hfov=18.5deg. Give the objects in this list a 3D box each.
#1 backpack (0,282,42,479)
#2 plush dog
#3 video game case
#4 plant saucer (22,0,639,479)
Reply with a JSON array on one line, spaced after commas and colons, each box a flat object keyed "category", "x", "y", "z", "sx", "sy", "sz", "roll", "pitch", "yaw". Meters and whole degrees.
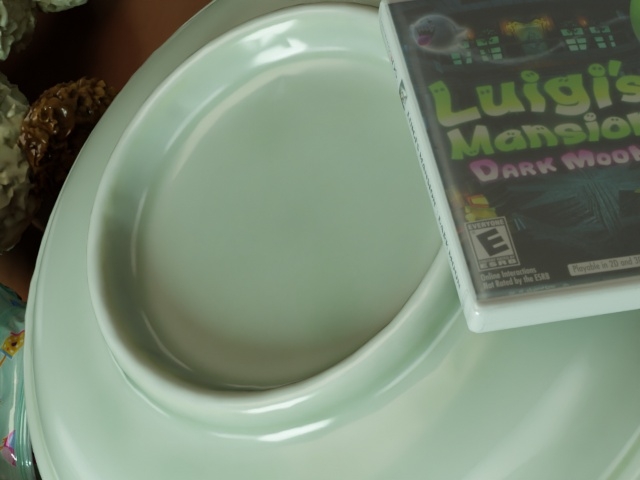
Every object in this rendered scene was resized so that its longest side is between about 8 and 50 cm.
[{"category": "backpack", "x": -0.197, "y": 0.101, "z": 1.123, "sx": 0.144, "sy": 0.188, "sz": 0.166, "roll": -6, "pitch": 67, "yaw": 29}, {"category": "plush dog", "x": -0.253, "y": -0.090, "z": 1.259, "sx": 0.262, "sy": 0.210, "sz": 0.225, "roll": -31, "pitch": 80, "yaw": 24}, {"category": "video game case", "x": 0.136, "y": -0.049, "z": 0.859, "sx": 0.022, "sy": 0.190, "sz": 0.173, "roll": 95, "pitch": 164, "yaw": -55}, {"category": "plant saucer", "x": 0.000, "y": 0.000, "z": 0.947, "sx": 0.400, "sy": 0.100, "sz": 0.400, "roll": -13, "pitch": 61, "yaw": 26}]
